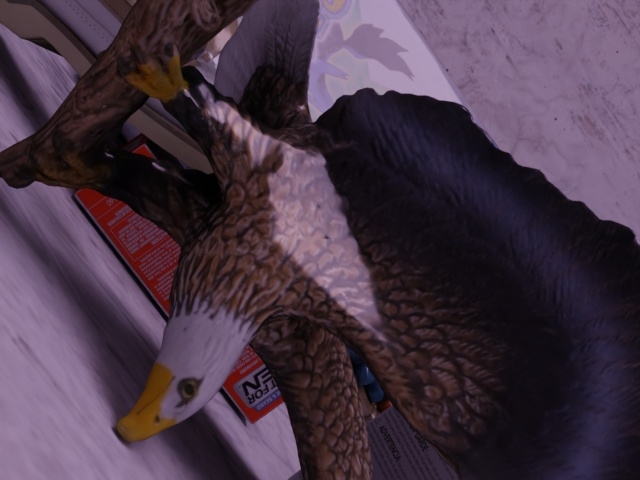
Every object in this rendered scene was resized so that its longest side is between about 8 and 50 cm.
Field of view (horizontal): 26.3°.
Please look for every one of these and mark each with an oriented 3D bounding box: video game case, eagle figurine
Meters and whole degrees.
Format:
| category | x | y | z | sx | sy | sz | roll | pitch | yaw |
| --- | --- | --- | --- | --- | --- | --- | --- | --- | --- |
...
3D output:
| category | x | y | z | sx | sy | sz | roll | pitch | yaw |
| --- | --- | --- | --- | --- | --- | --- | --- | --- | --- |
| video game case | -0.005 | -0.101 | 1.165 | 0.036 | 0.329 | 0.300 | -24 | -75 | 48 |
| eagle figurine | -0.003 | 0.030 | 0.614 | 0.298 | 0.225 | 0.226 | 43 | -5 | -9 |

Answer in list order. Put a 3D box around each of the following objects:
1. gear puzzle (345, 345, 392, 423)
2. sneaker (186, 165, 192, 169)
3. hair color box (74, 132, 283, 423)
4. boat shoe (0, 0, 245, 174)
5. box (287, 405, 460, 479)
| category | x | y | z | sx | sy | sz | roll | pitch | yaw |
| --- | --- | --- | --- | --- | --- | --- | --- | --- | --- |
| gear puzzle | 0.094 | 0.167 | 1.093 | 0.175 | 0.044 | 0.339 | -70 | 140 | -61 |
| sneaker | -0.043 | -0.009 | 1.040 | 0.228 | 0.086 | 0.132 | -87 | 158 | -43 |
| hair color box | -0.071 | 0.018 | 0.809 | 0.167 | 0.053 | 0.093 | 55 | 2 | -12 |
| boat shoe | -0.085 | -0.119 | 0.803 | 0.302 | 0.103 | 0.113 | 37 | 6 | 8 |
| box | 0.086 | 0.198 | 0.788 | 0.203 | 0.103 | 0.114 | 52 | 5 | -34 |
